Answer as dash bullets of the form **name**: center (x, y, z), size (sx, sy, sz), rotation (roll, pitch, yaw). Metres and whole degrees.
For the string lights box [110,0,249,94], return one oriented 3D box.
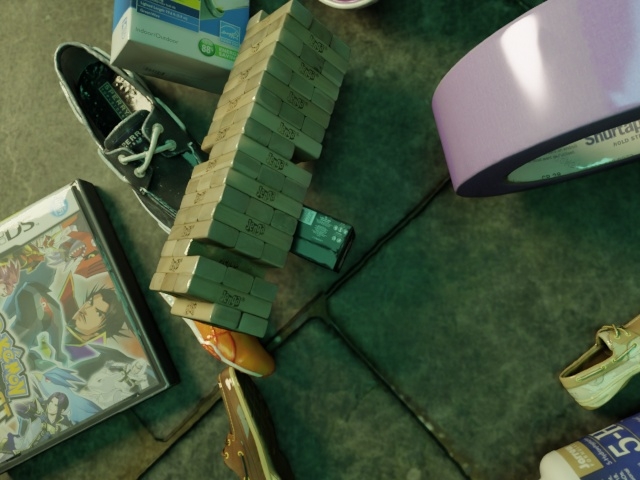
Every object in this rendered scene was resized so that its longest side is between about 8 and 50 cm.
- **string lights box**: center (-0.154, -0.316, 0.541), size (0.133, 0.077, 0.259), rotation (4, 84, -36)

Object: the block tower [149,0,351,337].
- **block tower**: center (-0.065, -0.080, 0.486), size (0.097, 0.091, 0.335), rotation (-3, 67, 50)

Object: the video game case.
- **video game case**: center (-0.336, 0.102, 0.572), size (0.248, 0.035, 0.274), rotation (-28, 82, 3)

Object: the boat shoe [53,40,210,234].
- **boat shoe**: center (-0.194, -0.106, 0.542), size (0.108, 0.102, 0.301), rotation (-38, 81, 2)

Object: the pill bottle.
- **pill bottle**: center (0.276, 0.241, 0.447), size (0.187, 0.112, 0.112), rotation (-26, 82, 3)

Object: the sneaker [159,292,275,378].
- **sneaker**: center (-0.111, 0.081, 0.533), size (0.175, 0.064, 0.067), rotation (44, 94, 9)

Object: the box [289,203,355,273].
- **box**: center (0.000, 0.000, 0.518), size (0.062, 0.083, 0.052), rotation (24, 86, 9)

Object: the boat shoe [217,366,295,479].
- **boat shoe**: center (-0.079, 0.224, 0.515), size (0.060, 0.064, 0.177), rotation (-22, 85, 2)

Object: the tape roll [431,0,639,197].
- **tape roll**: center (0.241, -0.119, 0.405), size (0.275, 0.275, 0.090), rotation (-13, 83, 5)

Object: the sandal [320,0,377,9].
- **sandal**: center (-0.051, -0.425, 0.482), size (0.169, 0.102, 0.416), rotation (-26, 90, 48)

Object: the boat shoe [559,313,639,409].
- **boat shoe**: center (0.304, 0.111, 0.488), size (0.045, 0.050, 0.135), rotation (43, 90, 3)
